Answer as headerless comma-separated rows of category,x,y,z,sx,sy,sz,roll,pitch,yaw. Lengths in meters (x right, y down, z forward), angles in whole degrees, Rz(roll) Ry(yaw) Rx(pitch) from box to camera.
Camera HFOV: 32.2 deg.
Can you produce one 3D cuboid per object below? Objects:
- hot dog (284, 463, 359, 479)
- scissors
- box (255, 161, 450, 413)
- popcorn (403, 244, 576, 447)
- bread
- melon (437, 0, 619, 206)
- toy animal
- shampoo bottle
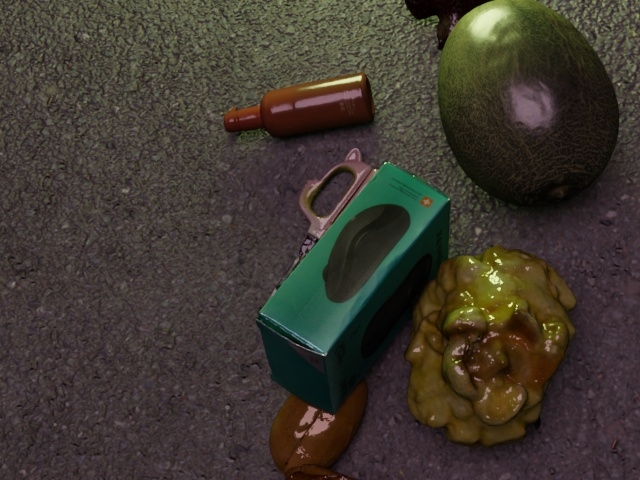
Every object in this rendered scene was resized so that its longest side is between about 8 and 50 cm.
hot dog,0.051,0.419,1.526,0.272,0.122,0.196,20,103,19
scissors,0.000,0.000,1.738,0.160,0.024,0.317,33,82,21
box,0.056,0.070,1.568,0.118,0.205,0.311,30,65,23
popcorn,0.236,0.146,1.533,0.215,0.252,0.286,24,80,-22
bread,-0.004,0.263,1.625,0.114,0.077,0.189,31,84,26
melon,0.296,-0.203,1.616,0.249,0.248,0.329,-19,62,7
toy animal,0.218,-0.396,1.768,0.219,0.116,0.179,7,73,10
shampoo bottle,-0.037,-0.212,1.790,0.244,0.085,0.085,-8,70,13
